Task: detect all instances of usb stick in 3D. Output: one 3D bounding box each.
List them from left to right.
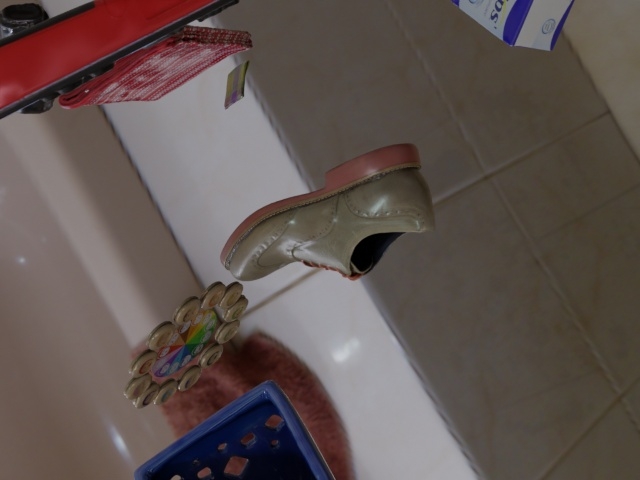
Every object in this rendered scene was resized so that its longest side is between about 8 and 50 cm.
[{"bbox_3d":[-0.459,-0.279,1.660,0.278,0.077,0.045,118,145,-65],"label":"usb stick"}]

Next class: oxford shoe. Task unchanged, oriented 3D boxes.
[{"bbox_3d":[0.000,0.000,1.378,0.348,0.123,0.130,-29,76,41],"label":"oxford shoe"}]

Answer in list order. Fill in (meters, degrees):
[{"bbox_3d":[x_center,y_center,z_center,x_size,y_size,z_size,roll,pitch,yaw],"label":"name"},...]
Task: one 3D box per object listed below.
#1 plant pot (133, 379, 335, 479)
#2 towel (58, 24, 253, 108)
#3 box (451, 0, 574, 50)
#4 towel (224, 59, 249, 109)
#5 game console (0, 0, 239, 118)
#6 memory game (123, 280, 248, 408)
[{"bbox_3d":[-0.076,0.371,1.403,0.236,0.236,0.212,52,174,50],"label":"plant pot"},{"bbox_3d":[-0.221,-0.238,1.475,0.198,0.275,0.031,-27,90,21],"label":"towel"},{"bbox_3d":[0.241,-0.317,1.286,0.137,0.072,0.126,50,130,43],"label":"box"},{"bbox_3d":[-0.126,-0.234,1.594,0.083,0.009,0.060,160,119,-64],"label":"towel"},{"bbox_3d":[-0.131,-0.191,0.895,0.341,0.386,0.060,-20,105,8],"label":"game console"},{"bbox_3d":[-0.150,0.120,1.210,0.012,0.186,0.186,40,128,21],"label":"memory game"}]
